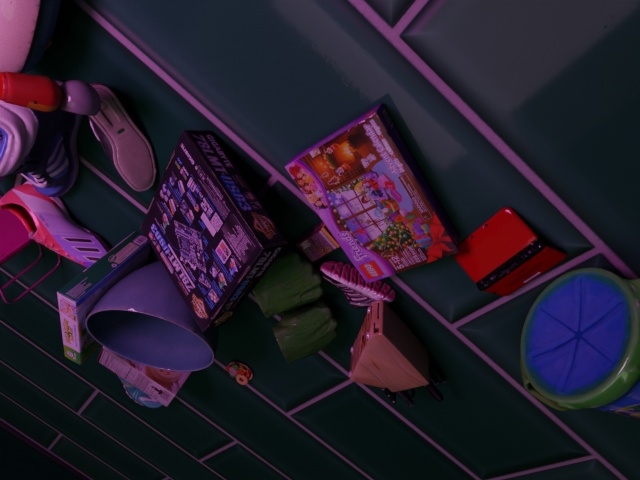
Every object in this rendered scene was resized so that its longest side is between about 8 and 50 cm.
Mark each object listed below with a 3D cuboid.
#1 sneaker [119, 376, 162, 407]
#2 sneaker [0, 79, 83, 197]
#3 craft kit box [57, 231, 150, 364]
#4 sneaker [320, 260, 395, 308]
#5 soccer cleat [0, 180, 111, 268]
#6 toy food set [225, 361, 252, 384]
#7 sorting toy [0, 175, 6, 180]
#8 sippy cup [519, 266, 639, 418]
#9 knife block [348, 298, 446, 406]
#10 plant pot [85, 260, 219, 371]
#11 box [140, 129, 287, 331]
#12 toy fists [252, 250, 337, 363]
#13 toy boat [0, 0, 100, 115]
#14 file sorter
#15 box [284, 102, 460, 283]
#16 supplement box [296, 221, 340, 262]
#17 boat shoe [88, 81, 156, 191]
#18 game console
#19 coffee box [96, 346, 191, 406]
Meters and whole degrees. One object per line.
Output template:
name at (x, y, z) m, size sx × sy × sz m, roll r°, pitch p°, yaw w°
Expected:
sneaker at (-0.590, 0.446, 1.345) m, size 0.110 × 0.107 × 0.275 m, roll 9°, pitch 134°, yaw 55°
sneaker at (-0.628, -0.173, 0.866) m, size 0.130 × 0.236 × 0.323 m, roll 36°, pitch 128°, yaw -5°
craft kit box at (-0.524, 0.139, 1.037) m, size 0.060 × 0.250 × 0.247 m, roll 24°, pitch 128°, yaw 6°
sneaker at (0.071, 0.106, 0.901) m, size 0.170 × 0.063 × 0.075 m, roll 25°, pitch 123°, yaw -3°
soccer cleat at (-0.662, -0.005, 1.073) m, size 0.108 × 0.116 × 0.318 m, roll -25°, pitch 111°, yaw 33°
toy food set at (-0.242, 0.393, 1.249) m, size 0.082 × 0.020 × 0.083 m, roll 35°, pitch 129°, yaw -5°
sorting toy at (-0.781, -0.277, 0.894) m, size 0.126 × 0.126 × 0.366 m, roll 12°, pitch 119°, yaw 3°
sippy cup at (0.510, 0.193, 0.705) m, size 0.223 × 0.240 × 0.305 m, roll 23°, pitch 168°, yaw -8°
knife block at (0.194, 0.264, 0.926) m, size 0.241 × 0.088 × 0.276 m, roll 11°, pitch 134°, yaw -2°
plant pot at (-0.369, 0.162, 1.008) m, size 0.289 × 0.196 × 0.290 m, roll 6°, pitch 139°, yaw 5°
box at (-0.232, -0.014, 0.845) m, size 0.296 × 0.073 × 0.293 m, roll 53°, pitch 129°, yaw 18°
toy fists at (-0.050, 0.146, 0.932) m, size 0.142 × 0.096 × 0.279 m, roll -22°, pitch 120°, yaw -5°
toy boat at (-0.500, -0.350, 0.729) m, size 0.267 × 0.148 × 0.319 m, roll -36°, pitch 73°, yaw 35°
file sorter at (-0.898, 0.013, 1.128) m, size 0.290 × 0.202 × 0.182 m, roll 22°, pitch 131°, yaw 5°
box at (0.098, -0.070, 0.771) m, size 0.200 × 0.057 × 0.293 m, roll -24°, pitch 112°, yaw 33°
supplement box at (0.000, 0.000, 0.867) m, size 0.083 × 0.043 × 0.055 m, roll -31°, pitch 110°, yaw 34°
boat shoe at (-0.416, -0.212, 0.874) m, size 0.079 × 0.084 × 0.233 m, roll 30°, pitch 146°, yaw 45°
game console at (0.344, 0.025, 0.771) m, size 0.124 × 0.085 × 0.144 m, roll 15°, pitch 135°, yaw -29°
coffee box at (-0.509, 0.357, 1.253) m, size 0.246 × 0.141 × 0.098 m, roll 36°, pitch 129°, yaw -4°
